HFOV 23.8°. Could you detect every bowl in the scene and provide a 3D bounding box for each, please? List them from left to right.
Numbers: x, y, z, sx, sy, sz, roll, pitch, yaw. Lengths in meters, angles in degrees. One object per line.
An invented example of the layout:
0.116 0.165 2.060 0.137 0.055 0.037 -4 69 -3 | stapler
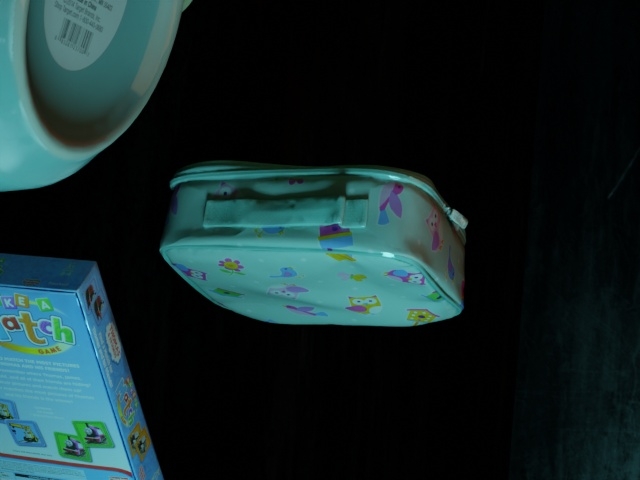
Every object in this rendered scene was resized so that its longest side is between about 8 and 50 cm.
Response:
-0.188 -0.150 0.871 0.311 0.163 0.311 17 90 -71 | bowl

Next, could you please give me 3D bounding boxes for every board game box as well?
-0.211 0.101 1.085 0.039 0.160 0.211 -63 151 -46 | board game box

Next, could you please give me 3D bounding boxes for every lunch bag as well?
0.000 0.000 1.452 0.224 0.279 0.108 49 45 -59 | lunch bag

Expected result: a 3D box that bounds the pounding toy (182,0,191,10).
-0.187 -0.185 1.091 0.155 0.154 0.269 -65 151 -43 | pounding toy
